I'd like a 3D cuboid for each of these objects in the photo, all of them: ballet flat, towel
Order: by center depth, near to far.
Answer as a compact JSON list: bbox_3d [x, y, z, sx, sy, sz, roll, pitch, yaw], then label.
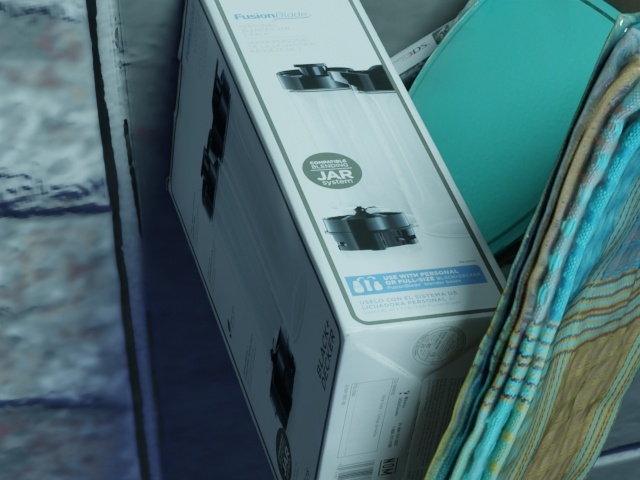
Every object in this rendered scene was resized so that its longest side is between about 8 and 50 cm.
[{"bbox_3d":[0.121,0.063,0.933,0.271,0.040,0.370,-19,133,-63],"label":"towel"},{"bbox_3d":[0.181,-0.134,1.046,0.147,0.147,0.409,19,115,-35],"label":"ballet flat"}]

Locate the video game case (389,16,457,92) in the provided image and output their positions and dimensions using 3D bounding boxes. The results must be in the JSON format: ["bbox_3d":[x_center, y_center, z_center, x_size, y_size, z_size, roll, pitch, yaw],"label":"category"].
[{"bbox_3d":[0.142,-0.085,1.180,0.173,0.022,0.190,-31,137,9],"label":"video game case"}]

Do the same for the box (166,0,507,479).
[{"bbox_3d":[0.000,0.000,1.013,0.087,0.290,0.169,-7,133,-18],"label":"box"}]
